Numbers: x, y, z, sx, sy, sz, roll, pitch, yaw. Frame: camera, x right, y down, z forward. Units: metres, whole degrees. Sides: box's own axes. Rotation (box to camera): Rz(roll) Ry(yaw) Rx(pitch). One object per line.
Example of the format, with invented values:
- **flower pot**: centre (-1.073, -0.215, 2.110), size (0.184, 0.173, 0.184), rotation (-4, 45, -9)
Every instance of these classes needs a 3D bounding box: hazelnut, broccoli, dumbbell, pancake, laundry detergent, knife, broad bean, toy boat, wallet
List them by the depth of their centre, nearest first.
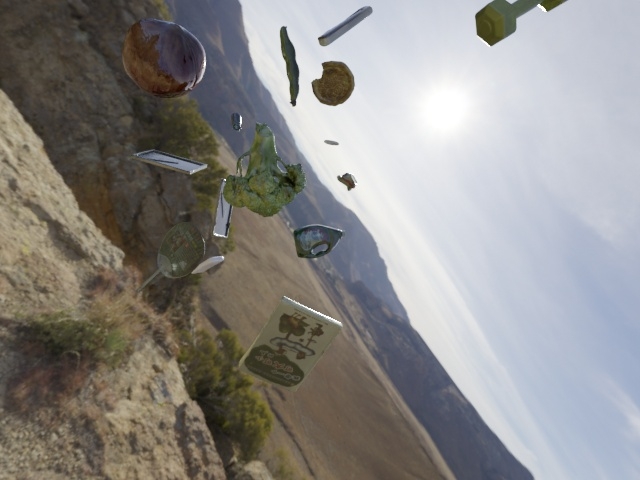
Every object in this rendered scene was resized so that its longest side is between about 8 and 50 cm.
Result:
- **dumbbell**: centre (0.589, -0.680, 1.156), size (0.108, 0.302, 0.121), rotation (47, -13, 50)
- **hazelnut**: centre (-0.450, -0.533, 1.178), size (0.229, 0.229, 0.229), rotation (54, 2, -3)
- **broccoli**: centre (-0.175, -0.222, 1.372), size (0.254, 0.302, 0.186), rotation (27, 9, -8)
- **broad bean**: centre (-0.105, -0.629, 1.454), size (0.043, 0.060, 0.297), rotation (-8, -88, 50)
- **knife**: centre (0.094, -0.855, 1.591), size (0.073, 0.265, 0.040), rotation (37, -18, 47)
- **laundry detergent**: centre (0.000, 0.000, 1.645), size (0.063, 0.211, 0.137), rotation (98, -16, -86)
- **pancake**: centre (0.064, -0.783, 2.007), size (0.212, 0.235, 0.029), rotation (25, 40, -6)
- **wallet**: centre (-0.588, 0.127, 2.065), size (0.095, 0.190, 0.033), rotation (-2, 69, -60)
- **toy boat**: centre (0.144, -0.304, 2.071), size (0.185, 0.071, 0.089), rotation (31, 41, -63)

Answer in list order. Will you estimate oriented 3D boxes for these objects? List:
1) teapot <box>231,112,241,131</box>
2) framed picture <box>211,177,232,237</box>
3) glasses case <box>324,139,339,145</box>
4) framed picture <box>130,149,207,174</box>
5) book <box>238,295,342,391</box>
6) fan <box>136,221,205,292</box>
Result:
- **teapot**: centre (-0.420, -0.585, 1.987), size (0.063, 0.049, 0.083), rotation (132, -42, -56)
- **framed picture**: centre (-0.476, -0.153, 1.981), size (0.209, 0.019, 0.281), rotation (38, 61, -83)
- **glasses case**: centre (0.054, -0.477, 1.951), size (0.083, 0.021, 0.032), rotation (-2, 33, -35)
- **framed picture**: centre (-0.783, -0.413, 2.089), size (0.315, 0.024, 0.232), rotation (17, 20, 1)
- **book**: centre (-0.120, 0.405, 1.520), size (0.260, 0.371, 0.043), rotation (27, 22, -12)
- **fan**: centre (-0.536, 0.044, 1.434), size (0.012, 0.294, 0.223), rotation (43, 32, -57)
